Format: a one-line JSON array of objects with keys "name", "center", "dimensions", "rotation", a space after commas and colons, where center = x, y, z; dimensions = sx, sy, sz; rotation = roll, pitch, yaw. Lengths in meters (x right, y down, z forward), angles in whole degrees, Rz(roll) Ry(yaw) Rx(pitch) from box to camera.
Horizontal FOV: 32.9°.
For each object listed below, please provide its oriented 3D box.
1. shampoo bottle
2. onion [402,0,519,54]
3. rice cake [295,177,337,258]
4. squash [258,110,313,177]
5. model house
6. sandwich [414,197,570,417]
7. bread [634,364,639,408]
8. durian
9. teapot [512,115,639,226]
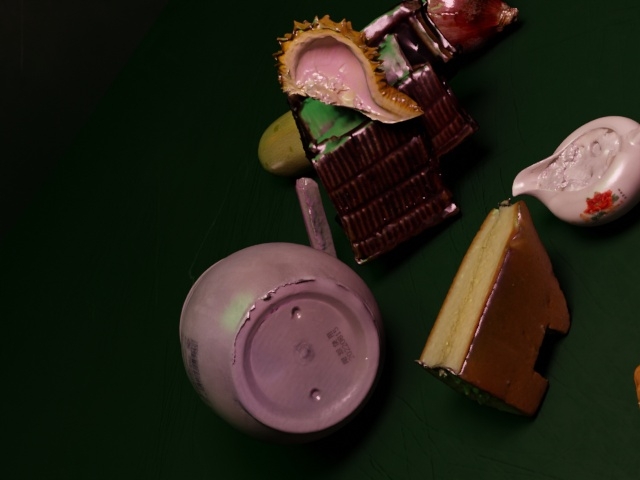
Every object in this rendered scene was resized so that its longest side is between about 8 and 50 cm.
[{"name": "shampoo bottle", "center": [-0.059, 0.137, 1.511], "dimensions": [0.273, 0.273, 0.266], "rotation": [-59, 21, -5]}, {"name": "onion", "center": [0.227, -0.365, 1.724], "dimensions": [0.195, 0.159, 0.159], "rotation": [19, 77, 40]}, {"name": "rice cake", "center": [0.000, 0.000, 1.668], "dimensions": [0.036, 0.207, 0.047], "rotation": [-21, 15, -27]}, {"name": "squash", "center": [-0.047, -0.176, 1.970], "dimensions": [0.186, 0.123, 0.123], "rotation": [-20, 45, 51]}, {"name": "model house", "center": [0.122, -0.136, 1.631], "dimensions": [0.317, 0.297, 0.282], "rotation": [-33, 65, 10]}, {"name": "sandwich", "center": [0.218, 0.080, 1.304], "dimensions": [0.122, 0.128, 0.236], "rotation": [-3, 57, 60]}, {"name": "bread", "center": [0.348, 0.184, 1.082], "dimensions": [0.052, 0.044, 0.157], "rotation": [-31, 38, 29]}, {"name": "durian", "center": [0.048, -0.232, 1.487], "dimensions": [0.078, 0.224, 0.140], "rotation": [-54, -9, -53]}, {"name": "teapot", "center": [0.346, -0.086, 1.310], "dimensions": [0.226, 0.092, 0.145], "rotation": [-32, 40, 35]}]
